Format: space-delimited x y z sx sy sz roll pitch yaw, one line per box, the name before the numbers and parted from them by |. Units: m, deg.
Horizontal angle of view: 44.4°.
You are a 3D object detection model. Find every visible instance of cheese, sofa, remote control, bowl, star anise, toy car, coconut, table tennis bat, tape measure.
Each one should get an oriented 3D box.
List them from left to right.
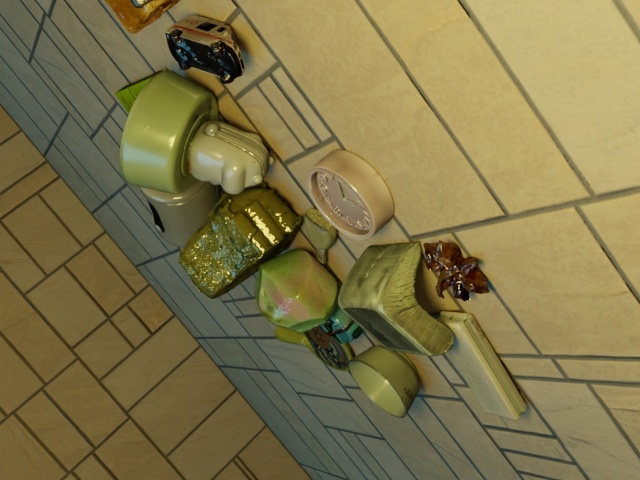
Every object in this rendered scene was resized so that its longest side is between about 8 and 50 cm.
toy car | -0.225 -0.406 1.645 0.210 0.108 0.089 24 145 34
coconut | -0.071 0.130 2.055 0.236 0.204 0.236 36 177 2
table tennis bat | -0.028 0.312 2.471 0.369 0.054 0.224 6 132 52
cheese | 0.000 0.000 1.962 0.097 0.037 0.192 38 154 23
tape measure | 0.049 0.225 2.171 0.125 0.081 0.146 47 156 -6
bowl | 0.185 0.364 2.118 0.211 0.112 0.211 36 153 22
sofa | 0.184 0.133 1.748 0.225 0.176 0.210 41 159 -19
star anise | 0.271 0.059 1.583 0.168 0.057 0.167 31 142 28
remote control | 0.359 0.280 1.769 0.277 0.055 0.103 58 154 -16

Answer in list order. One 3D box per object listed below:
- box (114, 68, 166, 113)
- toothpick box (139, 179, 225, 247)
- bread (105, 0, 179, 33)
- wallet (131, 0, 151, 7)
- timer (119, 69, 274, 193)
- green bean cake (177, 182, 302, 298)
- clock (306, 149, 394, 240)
box | -0.445 -0.358 2.151 0.335 0.047 0.187 4 131 58
toothpick box | -0.376 -0.112 2.236 0.229 0.229 0.316 37 156 23
bread | -0.363 -0.539 1.629 0.143 0.149 0.158 49 150 -8
wallet | -0.366 -0.621 1.483 0.321 0.170 0.044 58 177 -22
timer | -0.269 -0.217 1.866 0.315 0.290 0.290 21 151 7
green bean cake | -0.224 -0.009 2.026 0.202 0.285 0.310 51 155 4
clock | 0.062 -0.095 1.677 0.197 0.068 0.196 37 154 22
